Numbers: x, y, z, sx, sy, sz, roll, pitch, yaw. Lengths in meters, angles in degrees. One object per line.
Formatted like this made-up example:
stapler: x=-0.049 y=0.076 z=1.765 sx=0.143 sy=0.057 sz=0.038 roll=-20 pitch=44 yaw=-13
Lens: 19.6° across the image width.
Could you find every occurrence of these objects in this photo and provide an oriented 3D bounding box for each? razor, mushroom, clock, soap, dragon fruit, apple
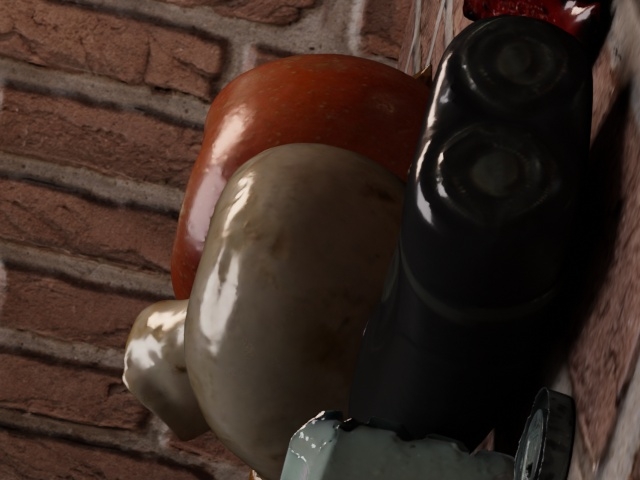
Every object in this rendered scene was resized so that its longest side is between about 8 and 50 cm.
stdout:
razor: x=0.098 y=0.017 z=1.210 sx=0.349 sy=0.113 sz=0.204 roll=102 pitch=180 yaw=-57
mushroom: x=-0.032 y=0.069 z=1.550 sx=0.297 sy=0.290 sz=0.298 roll=19 pitch=-112 yaw=-58
clock: x=0.128 y=0.127 z=1.067 sx=0.085 sy=0.017 sz=0.085 roll=-167 pitch=90 yaw=-88
soap: x=0.031 y=0.227 z=1.263 sx=0.261 sy=0.150 sz=0.094 roll=104 pitch=-179 yaw=-54
dragon fruit: x=0.150 y=-0.179 z=1.252 sx=0.192 sy=0.092 sz=0.123 roll=110 pitch=172 yaw=-74
apple: x=0.000 y=-0.020 z=1.878 sx=0.348 sy=0.276 sz=0.349 roll=-168 pitch=90 yaw=-88

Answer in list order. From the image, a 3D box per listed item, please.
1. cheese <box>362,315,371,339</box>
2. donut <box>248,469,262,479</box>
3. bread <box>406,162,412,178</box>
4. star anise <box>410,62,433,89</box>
cheese: x=0.077 y=0.114 z=1.383 sx=0.042 sy=0.105 sz=0.191 roll=127 pitch=154 yaw=-55
donut: x=-0.010 y=0.264 z=2.195 sx=0.299 sy=0.150 sz=0.317 roll=105 pitch=175 yaw=-59
bread: x=0.122 y=-0.076 z=1.572 sx=0.157 sy=0.083 sz=0.094 roll=119 pitch=166 yaw=-76
star anise: x=0.102 y=-0.106 z=2.193 sx=0.196 sy=0.111 sz=0.212 roll=-138 pitch=67 yaw=-80
